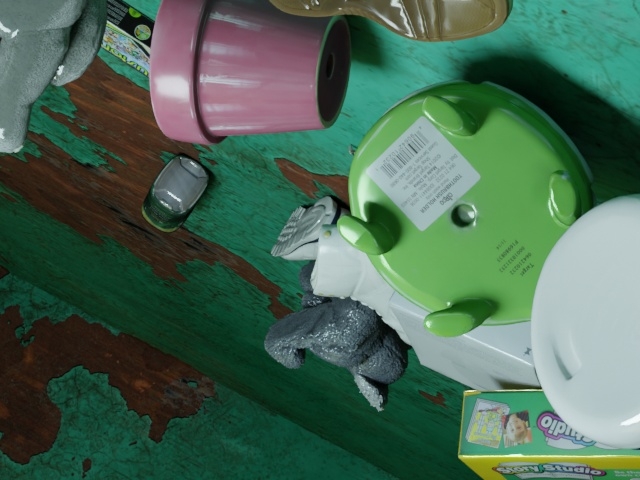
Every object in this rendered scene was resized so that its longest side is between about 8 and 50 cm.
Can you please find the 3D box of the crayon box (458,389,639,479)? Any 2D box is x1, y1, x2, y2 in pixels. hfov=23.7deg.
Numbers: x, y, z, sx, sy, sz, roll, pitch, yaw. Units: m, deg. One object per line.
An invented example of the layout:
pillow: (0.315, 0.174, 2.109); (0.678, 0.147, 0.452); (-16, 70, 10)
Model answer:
crayon box: (0.412, 0.295, 2.062); (0.363, 0.106, 0.313); (-4, 152, 27)

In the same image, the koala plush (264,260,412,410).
koala plush: (0.066, 0.161, 2.480); (0.203, 0.196, 0.221); (-4, 138, 48)

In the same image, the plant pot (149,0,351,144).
plant pot: (-0.069, -0.198, 1.684); (0.180, 0.201, 0.201); (10, 158, 16)

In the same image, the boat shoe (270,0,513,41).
boat shoe: (0.068, -0.259, 1.445); (0.285, 0.089, 0.104); (17, 132, 35)

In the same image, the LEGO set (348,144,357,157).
LEGO set: (0.070, -0.096, 1.997); (0.083, 0.023, 0.054); (26, 163, 20)

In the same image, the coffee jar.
coffee jar: (-0.241, -0.072, 2.498); (0.079, 0.096, 0.184); (36, 163, -3)

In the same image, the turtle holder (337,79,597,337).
turtle holder: (0.195, -0.036, 1.592); (0.320, 0.243, 0.227); (18, -161, 11)

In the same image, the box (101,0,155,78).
box: (-0.261, -0.276, 2.043); (0.207, 0.036, 0.114); (33, 164, -3)

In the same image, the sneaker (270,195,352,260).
sneaker: (0.000, 0.000, 2.308); (0.095, 0.090, 0.235); (26, 167, -17)

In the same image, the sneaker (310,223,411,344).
sneaker: (0.074, 0.060, 2.213); (0.169, 0.108, 0.292); (0, 145, 12)

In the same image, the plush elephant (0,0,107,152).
plush elephant: (-0.336, -0.319, 1.700); (0.272, 0.330, 0.255); (41, -166, -16)

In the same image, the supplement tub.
supplement tub: (0.389, 0.094, 1.455); (0.325, 0.235, 0.235); (12, 177, -34)

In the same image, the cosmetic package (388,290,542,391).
cosmetic package: (0.240, 0.116, 2.102); (0.224, 0.138, 0.224); (23, 164, 25)
